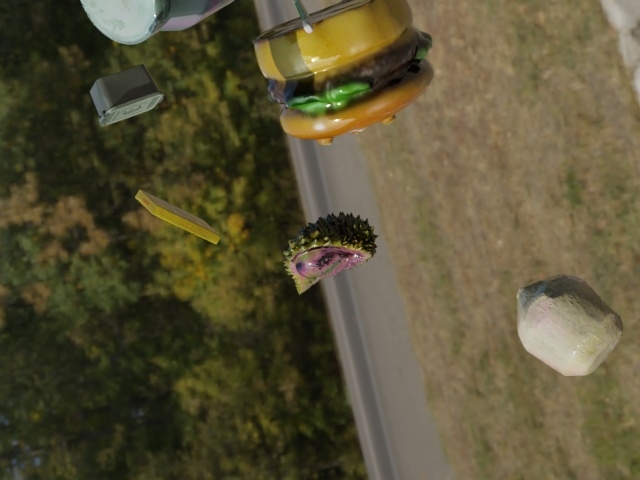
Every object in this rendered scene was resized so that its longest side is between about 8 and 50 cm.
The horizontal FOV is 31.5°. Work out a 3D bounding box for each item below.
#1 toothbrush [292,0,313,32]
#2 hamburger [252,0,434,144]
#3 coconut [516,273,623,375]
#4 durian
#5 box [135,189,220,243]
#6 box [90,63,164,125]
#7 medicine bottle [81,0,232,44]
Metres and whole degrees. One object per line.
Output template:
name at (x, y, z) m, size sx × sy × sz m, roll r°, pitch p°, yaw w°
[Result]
toothbrush at (-0.033, -0.382, 1.856) m, size 0.018 × 0.024 × 0.257 m, roll 52°, pitch -169°, yaw -25°
hamburger at (0.065, -0.380, 2.503) m, size 0.396 × 0.396 × 0.277 m, roll -114°, pitch 2°, yaw -74°
coconut at (0.276, 0.092, 1.289) m, size 0.124 × 0.110 × 0.110 m, roll 42°, pitch 161°, yaw 22°
durian at (-0.002, 0.000, 1.980) m, size 0.108 × 0.187 × 0.119 m, roll 22°, pitch -131°, yaw -49°
box at (-0.265, -0.044, 2.109) m, size 0.155 × 0.023 × 0.087 m, roll 27°, pitch -170°, yaw -39°
box at (-0.350, -0.262, 2.029) m, size 0.069 × 0.122 × 0.084 m, roll 65°, pitch 152°, yaw 3°
medicine bottle at (-0.318, -0.532, 2.250) m, size 0.290 × 0.245 × 0.245 m, roll -42°, pitch -49°, yaw -44°
